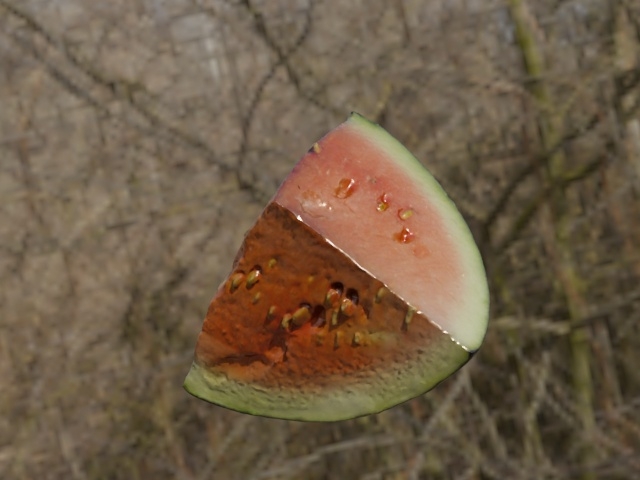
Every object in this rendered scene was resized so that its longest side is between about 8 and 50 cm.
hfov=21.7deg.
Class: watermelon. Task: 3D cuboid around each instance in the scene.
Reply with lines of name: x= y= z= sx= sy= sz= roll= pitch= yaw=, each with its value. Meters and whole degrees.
watermelon: x=0.000 y=0.000 z=0.677 sx=0.125 sy=0.135 sz=0.094 roll=-12 pitch=-33 yaw=26
